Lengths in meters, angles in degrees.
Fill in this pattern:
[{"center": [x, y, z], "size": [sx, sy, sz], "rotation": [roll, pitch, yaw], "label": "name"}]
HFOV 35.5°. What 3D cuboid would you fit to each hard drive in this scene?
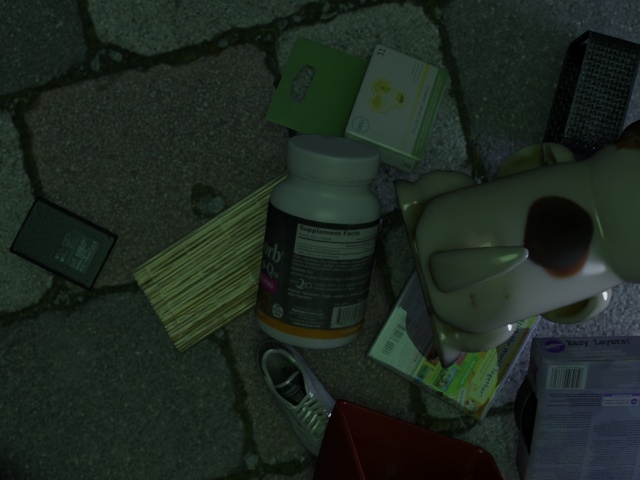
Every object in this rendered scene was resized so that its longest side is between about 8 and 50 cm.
[{"center": [-0.388, 0.004, 1.511], "size": [0.135, 0.022, 0.094], "rotation": [27, 88, -2], "label": "hard drive"}]

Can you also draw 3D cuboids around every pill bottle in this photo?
[{"center": [0.000, 0.000, 1.424], "size": [0.162, 0.162, 0.279], "rotation": [7, 108, -2], "label": "pill bottle"}]

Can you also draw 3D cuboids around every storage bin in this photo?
[{"center": [0.405, -0.210, 1.501], "size": [0.084, 0.122, 0.180], "rotation": [16, 89, -2], "label": "storage bin"}]

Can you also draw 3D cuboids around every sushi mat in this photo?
[{"center": [-0.119, 0.025, 1.526], "size": [0.316, 0.019, 0.151], "rotation": [-33, 90, -3], "label": "sushi mat"}]

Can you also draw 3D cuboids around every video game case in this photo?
[{"center": [0.212, 0.129, 1.536], "size": [0.206, 0.026, 0.227], "rotation": [30, 87, -2], "label": "video game case"}]

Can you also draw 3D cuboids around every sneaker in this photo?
[{"center": [-0.021, 0.249, 1.490], "size": [0.090, 0.095, 0.235], "rotation": [-38, 92, -4], "label": "sneaker"}]

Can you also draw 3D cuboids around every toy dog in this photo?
[{"center": [0.323, -0.026, 1.354], "size": [0.407, 0.395, 0.285], "rotation": [-15, 77, 2], "label": "toy dog"}]

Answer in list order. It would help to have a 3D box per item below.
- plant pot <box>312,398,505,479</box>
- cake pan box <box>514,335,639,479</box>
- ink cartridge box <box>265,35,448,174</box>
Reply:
[{"center": [0.108, 0.422, 1.401], "size": [0.267, 0.267, 0.236], "rotation": [22, 107, -17], "label": "plant pot"}, {"center": [0.422, 0.255, 1.469], "size": [0.266, 0.070, 0.246], "rotation": [-2, 118, -2], "label": "cake pan box"}, {"center": [0.057, -0.215, 1.489], "size": [0.235, 0.056, 0.171], "rotation": [22, 63, -3], "label": "ink cartridge box"}]
